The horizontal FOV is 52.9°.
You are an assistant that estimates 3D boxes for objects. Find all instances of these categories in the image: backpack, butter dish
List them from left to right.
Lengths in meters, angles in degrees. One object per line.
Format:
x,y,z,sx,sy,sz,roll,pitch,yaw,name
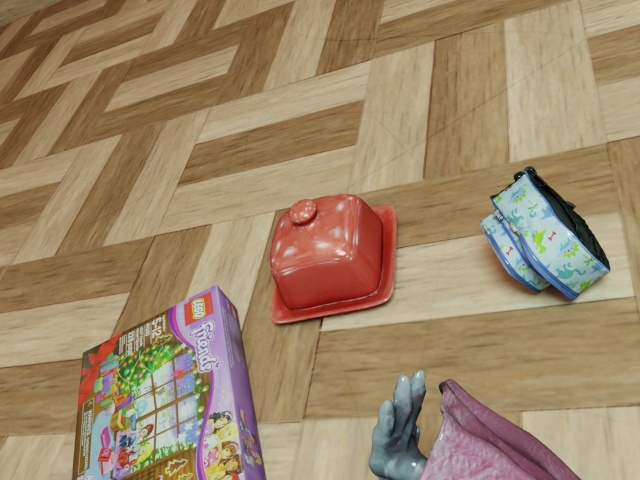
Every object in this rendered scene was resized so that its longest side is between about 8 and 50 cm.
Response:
0.000,0.000,0.757,0.160,0.118,0.160,-13,45,22,butter dish
0.220,0.003,0.630,0.084,0.105,0.114,-45,37,21,backpack

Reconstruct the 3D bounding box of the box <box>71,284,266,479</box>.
-0.174,0.203,0.712,0.201,0.057,0.293,-27,41,6,box

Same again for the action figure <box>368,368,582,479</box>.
0.181,0.230,0.359,0.370,0.248,0.276,29,102,21,action figure
